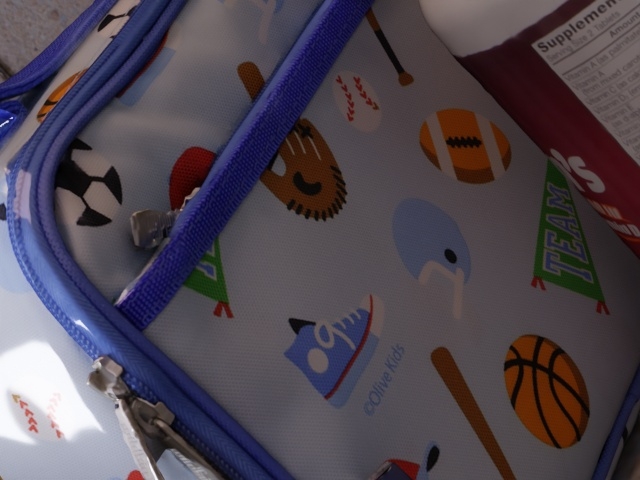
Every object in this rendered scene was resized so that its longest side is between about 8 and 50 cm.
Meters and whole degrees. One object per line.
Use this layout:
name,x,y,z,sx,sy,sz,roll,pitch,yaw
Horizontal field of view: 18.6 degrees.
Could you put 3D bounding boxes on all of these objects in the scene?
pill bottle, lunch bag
pill bottle,0.109,-0.075,0.626,0.121,0.221,0.121,-41,15,13
lunch bag,0.000,0.000,0.668,0.115,0.243,0.303,-32,18,39
